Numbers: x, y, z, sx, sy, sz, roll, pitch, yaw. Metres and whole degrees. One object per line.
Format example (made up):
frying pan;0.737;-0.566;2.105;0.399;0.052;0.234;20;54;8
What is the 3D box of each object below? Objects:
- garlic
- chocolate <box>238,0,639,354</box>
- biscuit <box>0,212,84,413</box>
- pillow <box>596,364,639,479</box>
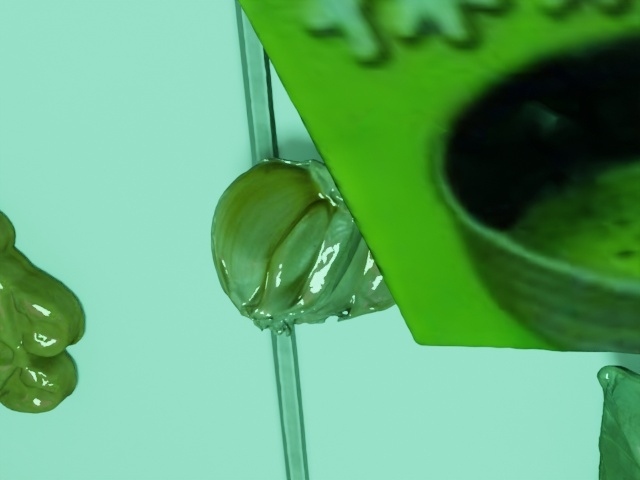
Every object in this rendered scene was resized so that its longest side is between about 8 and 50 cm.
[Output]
garlic;-0.001;0.003;0.569;0.113;0.074;0.094;22;105;5
chocolate;0.129;-0.083;0.369;0.301;0.137;0.288;-2;137;28
biscuit;-0.293;0.026;0.741;0.289;0.044;0.202;30;126;9
pillow;0.223;0.212;0.587;0.185;0.075;0.302;12;121;21
